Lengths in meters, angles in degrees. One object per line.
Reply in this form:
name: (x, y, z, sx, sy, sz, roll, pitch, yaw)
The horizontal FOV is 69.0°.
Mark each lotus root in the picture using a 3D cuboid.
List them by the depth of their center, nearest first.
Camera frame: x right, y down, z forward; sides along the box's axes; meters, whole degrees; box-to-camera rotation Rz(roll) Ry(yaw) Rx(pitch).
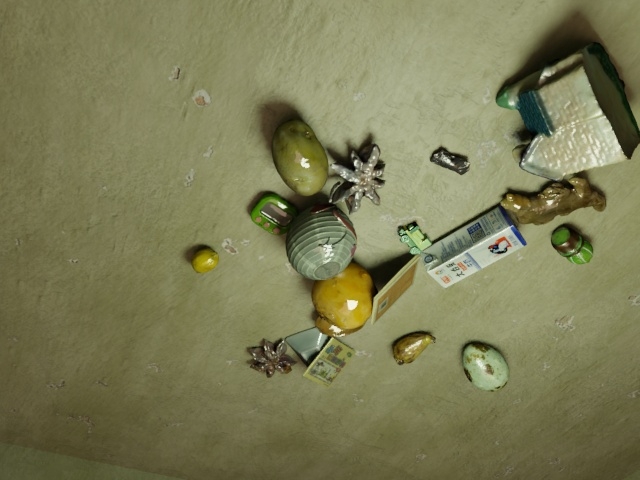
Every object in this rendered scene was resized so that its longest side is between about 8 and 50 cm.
lotus root: (0.378, 0.425, 1.881, 0.191, 0.094, 0.108, -41, 139, 17)

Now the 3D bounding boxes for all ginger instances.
ginger: (0.742, -0.121, 1.471, 0.333, 0.080, 0.166, -8, 138, 10)

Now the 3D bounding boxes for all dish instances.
dish: (-0.015, 0.474, 1.922, 0.182, 0.080, 0.243, -22, 125, 16)

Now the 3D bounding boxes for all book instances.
book: (0.257, 0.172, 1.607, 0.018, 0.242, 0.170, 35, 148, 27)
book: (0.037, 0.497, 1.885, 0.192, 0.013, 0.168, -52, 129, -2)

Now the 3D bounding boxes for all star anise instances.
star anise: (0.115, -0.187, 1.401, 0.229, 0.093, 0.236, 14, 116, -34)
star anise: (-0.210, 0.500, 1.945, 0.197, 0.073, 0.212, -19, 122, 11)

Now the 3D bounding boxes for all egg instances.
egg: (0.667, 0.513, 1.895, 0.169, 0.169, 0.231, -33, 110, 22)

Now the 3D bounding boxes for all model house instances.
model house: (0.642, -0.325, 1.248, 0.284, 0.243, 0.298, -21, 100, 45)

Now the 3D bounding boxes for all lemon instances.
lemon: (-0.398, 0.067, 1.615, 0.111, 0.082, 0.082, -35, 120, 19)

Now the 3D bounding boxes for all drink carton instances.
drink carton: (0.505, 0.026, 1.560, 0.315, 0.106, 0.131, -33, 129, 23)

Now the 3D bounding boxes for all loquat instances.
loquat: (0.083, 0.190, 1.616, 0.235, 0.235, 0.235, 0, 127, 0)

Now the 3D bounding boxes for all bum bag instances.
bum bag: (0.397, -0.236, 1.412, 0.125, 0.034, 0.058, 17, 139, -12)

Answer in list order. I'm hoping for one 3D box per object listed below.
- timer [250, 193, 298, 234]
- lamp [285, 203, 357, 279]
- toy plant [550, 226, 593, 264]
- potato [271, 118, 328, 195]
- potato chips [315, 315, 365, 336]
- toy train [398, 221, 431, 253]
timer: (-0.150, -0.085, 1.521, 0.140, 0.047, 0.128, 33, 122, -22)
lamp: (0.000, 0.000, 1.477, 0.233, 0.233, 0.265, -4, 150, 3)
toy plant: (0.855, 0.024, 1.573, 0.162, 0.092, 0.093, 31, 121, -25)
potato: (-0.054, -0.226, 1.340, 0.159, 0.174, 0.251, 1, 143, 11)
potato chips: (0.081, 0.291, 1.794, 0.196, 0.061, 0.208, 16, 124, -19)
toy train: (0.317, -0.007, 1.578, 0.081, 0.050, 0.122, -33, 120, 17)
